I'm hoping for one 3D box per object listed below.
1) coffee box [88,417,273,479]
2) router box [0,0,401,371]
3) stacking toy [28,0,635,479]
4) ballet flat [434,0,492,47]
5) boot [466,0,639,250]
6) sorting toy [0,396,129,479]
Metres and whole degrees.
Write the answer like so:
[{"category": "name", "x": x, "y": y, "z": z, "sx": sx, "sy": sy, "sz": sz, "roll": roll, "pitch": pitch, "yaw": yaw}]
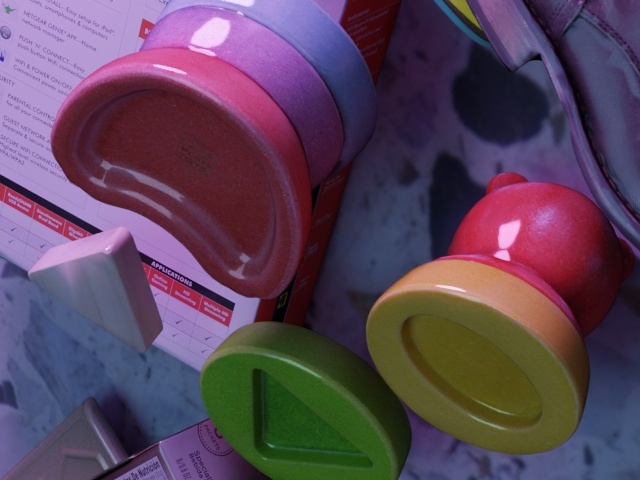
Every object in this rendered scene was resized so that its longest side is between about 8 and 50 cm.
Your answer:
[{"category": "coffee box", "x": -0.026, "y": 0.229, "z": 1.126, "sx": 0.098, "sy": 0.141, "sz": 0.247, "roll": -33, "pitch": 81, "yaw": 43}, {"category": "router box", "x": -0.133, "y": -0.116, "z": 1.101, "sx": 0.335, "sy": 0.082, "sz": 0.301, "roll": 29, "pitch": 121, "yaw": 19}, {"category": "stacking toy", "x": 0.000, "y": 0.000, "z": 0.997, "sx": 0.309, "sy": 0.130, "sz": 0.279, "roll": 39, "pitch": 145, "yaw": -5}, {"category": "ballet flat", "x": 0.051, "y": -0.212, "z": 0.960, "sx": 0.077, "sy": 0.077, "sz": 0.231, "roll": -43, "pitch": 73, "yaw": 29}, {"category": "boot", "x": 0.208, "y": -0.118, "z": 0.839, "sx": 0.229, "sy": 0.091, "sz": 0.263, "roll": -40, "pitch": 85, "yaw": 30}, {"category": "sorting toy", "x": -0.160, "y": 0.235, "z": 1.320, "sx": 0.193, "sy": 0.038, "sz": 0.208, "roll": 58, "pitch": 137, "yaw": 11}]
